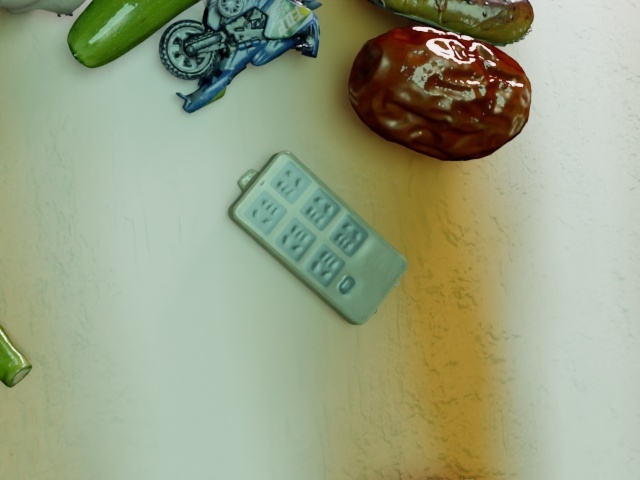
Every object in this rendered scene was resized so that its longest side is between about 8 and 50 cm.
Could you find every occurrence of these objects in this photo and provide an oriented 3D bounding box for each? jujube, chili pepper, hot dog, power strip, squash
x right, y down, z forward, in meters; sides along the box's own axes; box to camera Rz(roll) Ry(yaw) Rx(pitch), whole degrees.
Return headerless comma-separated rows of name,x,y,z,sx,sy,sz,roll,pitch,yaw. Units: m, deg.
jujube,0.163,-0.196,1.157,0.250,0.174,0.174,11,85,-26
chili pepper,-0.413,0.086,0.997,0.202,0.052,0.050,51,44,-11
hot dog,0.171,-0.352,1.189,0.270,0.082,0.163,14,45,-15
power strip,0.000,0.000,1.158,0.270,0.046,0.118,42,75,-16
squash,-0.198,-0.316,1.070,0.292,0.082,0.082,-40,102,-16

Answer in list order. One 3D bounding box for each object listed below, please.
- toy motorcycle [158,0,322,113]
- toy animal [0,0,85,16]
toy motorcycle,-0.088,-0.265,1.111,0.254,0.092,0.136,-34,110,-9
toy animal,-0.372,-0.309,0.953,0.220,0.130,0.104,-15,115,-58
